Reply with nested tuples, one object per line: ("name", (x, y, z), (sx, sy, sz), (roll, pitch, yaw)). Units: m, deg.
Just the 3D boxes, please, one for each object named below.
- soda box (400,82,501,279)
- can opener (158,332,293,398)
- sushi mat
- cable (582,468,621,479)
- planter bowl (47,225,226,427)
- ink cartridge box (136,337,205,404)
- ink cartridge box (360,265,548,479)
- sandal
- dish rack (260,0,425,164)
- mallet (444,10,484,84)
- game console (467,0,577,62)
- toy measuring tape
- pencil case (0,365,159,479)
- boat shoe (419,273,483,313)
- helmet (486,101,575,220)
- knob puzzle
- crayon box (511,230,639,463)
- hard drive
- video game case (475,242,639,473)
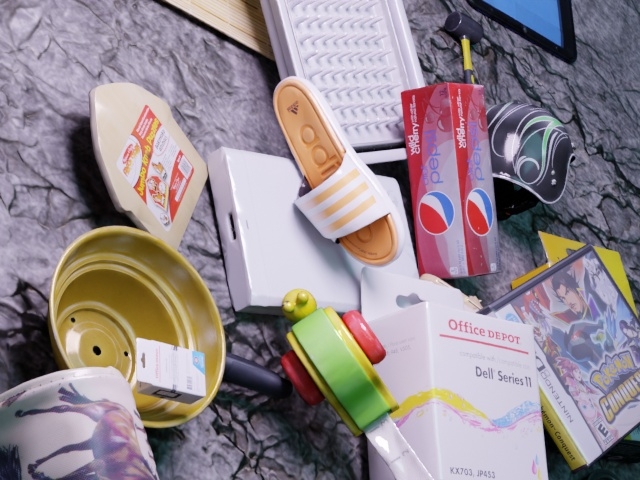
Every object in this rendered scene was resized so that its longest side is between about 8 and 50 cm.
("soda box", (0.178, -0.079, 1.986), (0.092, 0.083, 0.263), (-4, 87, -50))
("can opener", (-0.108, 0.141, 1.626), (0.186, 0.073, 0.059), (19, 13, -43))
("sushi mat", (-0.125, -0.329, 1.944), (0.316, 0.019, 0.151), (25, 50, -34))
("cable", (0.333, 0.388, 1.950), (0.139, 0.072, 0.287), (36, 28, 0))
("planter bowl", (-0.209, 0.101, 1.501), (0.217, 0.090, 0.217), (25, 52, -35))
("ink cartridge box", (-0.156, 0.130, 1.446), (0.083, 0.028, 0.048), (19, 55, -38))
("ink cartridge box", (0.164, 0.200, 1.776), (0.207, 0.119, 0.353), (13, 65, -41))
("sandal", (0.000, -0.075, 1.773), (0.076, 0.102, 0.265), (-22, 77, -49))
("dish rack", (0.024, -0.258, 1.977), (0.285, 0.072, 0.333), (-10, 84, -52))
("mallet", (0.238, -0.269, 2.291), (0.062, 0.039, 0.190), (13, 61, -45))
("game console", (0.383, -0.489, 2.491), (0.293, 0.250, 0.173), (22, 24, -38))
("toy measuring tape", (0.047, 0.180, 1.633), (0.121, 0.121, 0.330), (-4, 52, -48))
("pencil case", (-0.207, 0.329, 1.290), (0.160, 0.183, 0.410), (17, 53, -62))
("boat shoe", (0.195, 0.098, 1.965), (0.170, 0.063, 0.059), (34, 50, -27))
("helmet", (0.288, -0.124, 2.138), (0.169, 0.169, 0.161), (35, 60, -27))
("knob puzzle", (-0.210, -0.096, 1.665), (0.213, 0.030, 0.213), (39, 42, -46))
("crayon box", (0.390, 0.157, 2.123), (0.202, 0.081, 0.318), (14, 56, -41))
("hard drive", (0.000, 0.000, 1.831), (0.307, 0.040, 0.203), (7, 64, -44))
("video game case", (0.360, 0.154, 2.001), (0.275, 0.035, 0.248), (-26, 82, -45))
